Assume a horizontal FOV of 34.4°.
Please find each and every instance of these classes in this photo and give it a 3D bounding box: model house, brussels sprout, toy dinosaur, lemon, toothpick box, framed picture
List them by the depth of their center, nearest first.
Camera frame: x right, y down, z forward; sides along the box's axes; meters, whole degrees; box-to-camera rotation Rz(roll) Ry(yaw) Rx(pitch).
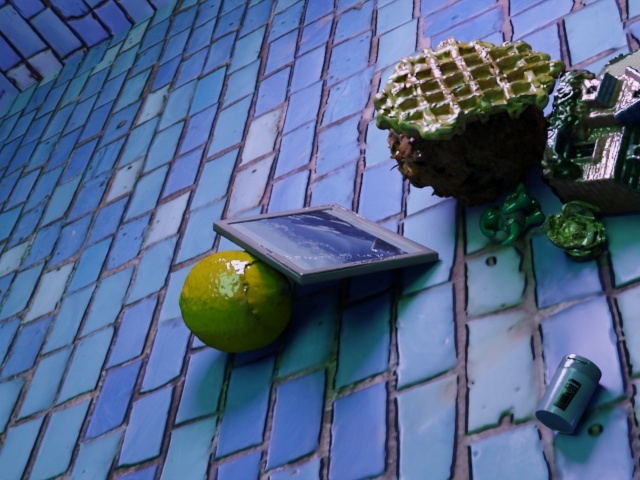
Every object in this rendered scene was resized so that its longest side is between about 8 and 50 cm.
[{"bbox_3d":[0.299,0.185,1.242,0.052,0.052,0.083,3,51,49],"label":"toothpick box"},{"bbox_3d":[0.358,-0.009,1.434,0.085,0.058,0.085,-13,59,22],"label":"brussels sprout"},{"bbox_3d":[0.425,-0.136,1.437,0.172,0.166,0.183,0,59,43],"label":"model house"},{"bbox_3d":[0.283,-0.032,1.553,0.096,0.059,0.132,-36,21,22],"label":"toy dinosaur"},{"bbox_3d":[0.000,0.000,1.699,0.247,0.022,0.335,-9,19,-26],"label":"framed picture"},{"bbox_3d":[-0.140,0.099,1.706,0.193,0.180,0.180,19,59,23],"label":"lemon"}]

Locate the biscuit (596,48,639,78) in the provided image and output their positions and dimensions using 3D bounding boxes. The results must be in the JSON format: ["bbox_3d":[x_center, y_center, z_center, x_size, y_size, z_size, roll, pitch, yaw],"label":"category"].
[{"bbox_3d":[0.528,-0.244,1.571,0.147,0.046,0.250,-51,33,-17],"label":"biscuit"}]

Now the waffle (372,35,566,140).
[{"bbox_3d":[0.214,-0.225,1.529,0.291,0.051,0.291,-10,38,8],"label":"waffle"}]

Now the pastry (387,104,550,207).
[{"bbox_3d":[0.242,-0.160,1.658,0.275,0.193,0.275,-16,18,5],"label":"pastry"}]
